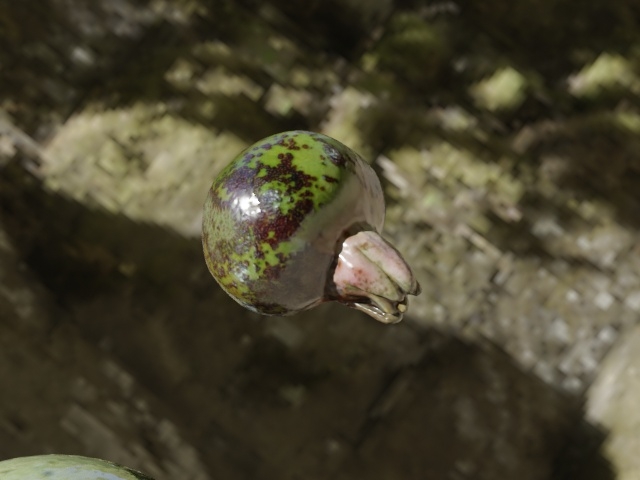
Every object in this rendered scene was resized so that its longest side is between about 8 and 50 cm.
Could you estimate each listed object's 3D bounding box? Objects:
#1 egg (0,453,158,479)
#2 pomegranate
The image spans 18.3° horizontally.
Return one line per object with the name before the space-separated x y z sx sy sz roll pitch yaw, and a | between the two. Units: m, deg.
egg | -0.118 0.182 0.814 0.177 0.177 0.228 -49 7 -35
pomegranate | -0.006 0.005 1.384 0.138 0.163 0.125 -28 -14 -42
